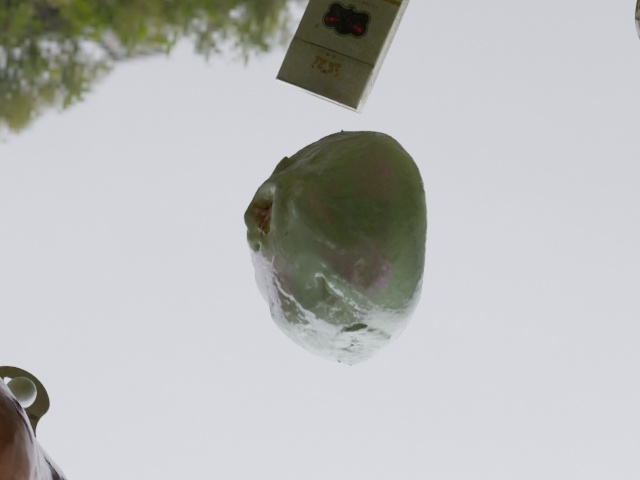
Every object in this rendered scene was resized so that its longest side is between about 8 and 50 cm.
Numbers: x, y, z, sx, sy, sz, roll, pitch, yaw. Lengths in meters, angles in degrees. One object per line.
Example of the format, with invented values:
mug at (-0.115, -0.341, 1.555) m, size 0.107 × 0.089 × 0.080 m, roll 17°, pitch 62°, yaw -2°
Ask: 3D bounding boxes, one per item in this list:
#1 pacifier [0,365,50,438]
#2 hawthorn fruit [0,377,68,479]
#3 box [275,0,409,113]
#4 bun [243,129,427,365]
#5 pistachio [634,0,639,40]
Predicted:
pacifier at (-0.281, 0.146, 1.435) m, size 0.081 × 0.078 × 0.099 m, roll 25°, pitch -131°, yaw -16°
hawthorn fruit at (-0.385, 0.232, 1.024) m, size 0.471 × 0.472 × 0.472 m, roll 9°, pitch -145°, yaw -6°
box at (0.030, -0.211, 1.514) m, size 0.090 × 0.167 × 0.024 m, roll 22°, pitch 178°, yaw 20°
bun at (0.000, 0.000, 1.946) m, size 0.187 × 0.293 × 0.293 m, roll 3°, pitch -144°, yaw -25°
pistachio at (0.243, -0.122, 0.900) m, size 0.149 × 0.113 × 0.113 m, roll 33°, pitch -151°, yaw -22°
